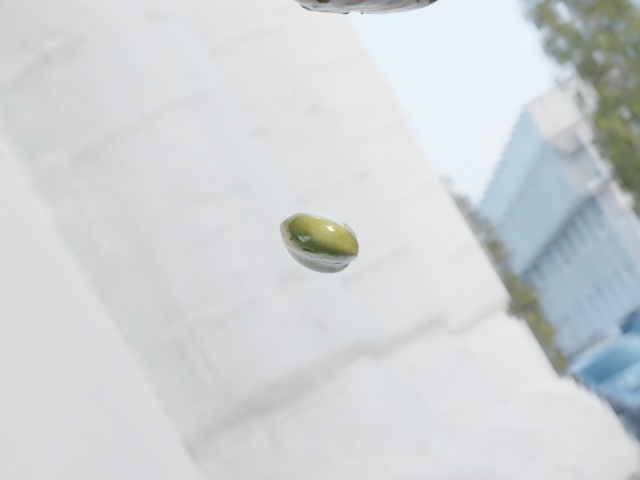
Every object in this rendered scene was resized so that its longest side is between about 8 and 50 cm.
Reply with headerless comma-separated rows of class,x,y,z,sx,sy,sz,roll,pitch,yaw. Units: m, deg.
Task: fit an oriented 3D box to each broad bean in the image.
broad bean,0.000,0.000,1.468,0.083,0.063,0.045,41,-110,-76

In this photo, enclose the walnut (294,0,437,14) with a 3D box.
walnut,0.024,-0.226,1.398,0.137,0.137,0.245,-34,-29,32
